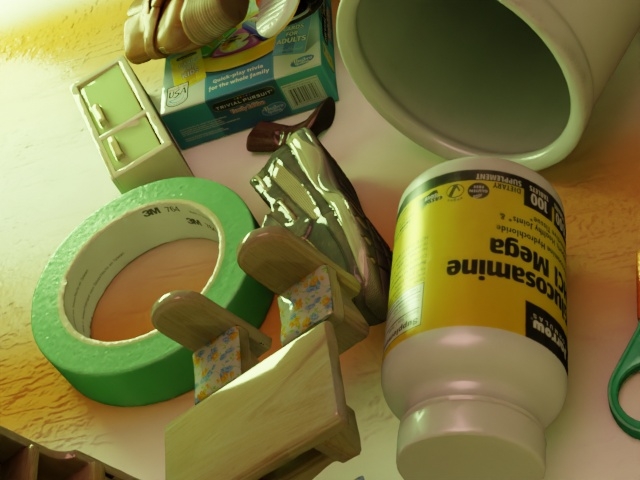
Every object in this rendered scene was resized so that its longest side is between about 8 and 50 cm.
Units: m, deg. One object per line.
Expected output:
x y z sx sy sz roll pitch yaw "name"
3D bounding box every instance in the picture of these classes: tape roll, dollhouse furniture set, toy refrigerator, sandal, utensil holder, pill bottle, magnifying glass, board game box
-0.218 0.060 1.485 0.321 0.077 0.321 -14 46 15 "tape roll"
-0.154 0.206 1.106 0.394 0.256 0.362 -35 40 24 "dollhouse furniture set"
-0.286 -0.164 1.708 0.102 0.094 0.269 -31 45 -2 "toy refrigerator"
-0.040 -0.342 1.642 0.102 0.076 0.265 -39 26 27 "sandal"
0.256 -0.328 1.425 0.327 0.328 0.385 15 56 36 "utensil holder"
0.161 0.090 1.184 0.187 0.188 0.334 -9 48 20 "pill bottle"
0.346 0.104 1.194 0.092 0.026 0.231 -7 48 22 "magnifying glass"
-0.110 -0.313 1.764 0.253 0.079 0.336 -16 46 13 "board game box"

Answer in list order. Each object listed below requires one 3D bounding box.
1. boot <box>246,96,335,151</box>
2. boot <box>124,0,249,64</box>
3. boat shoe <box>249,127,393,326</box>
-0.045 -0.166 1.632 0.114 0.037 0.106 6 52 36 "boot"
-0.184 -0.393 1.733 0.220 0.109 0.284 -15 54 38 "boot"
0.000 0.000 1.409 0.130 0.132 0.355 -35 35 8 "boat shoe"
